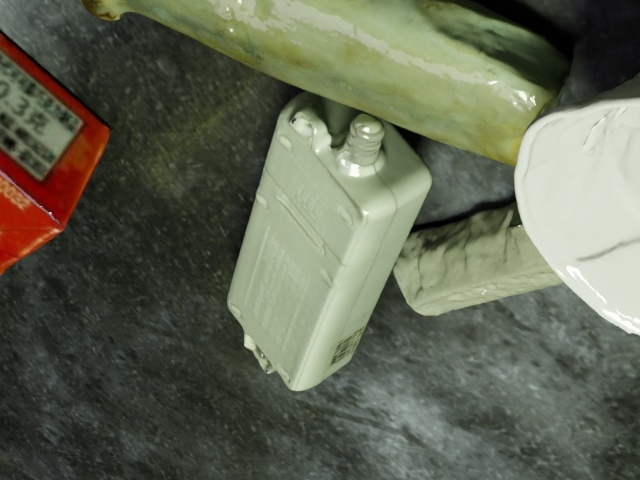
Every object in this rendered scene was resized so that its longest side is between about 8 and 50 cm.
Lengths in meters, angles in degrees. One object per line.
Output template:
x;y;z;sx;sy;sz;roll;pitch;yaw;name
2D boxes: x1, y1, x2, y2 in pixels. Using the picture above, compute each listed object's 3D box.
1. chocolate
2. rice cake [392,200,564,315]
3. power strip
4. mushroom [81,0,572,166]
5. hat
-0.296;-0.086;1.287;0.237;0.108;0.235;42;150;-12;chocolate
0.131;0.002;1.053;0.256;0.052;0.057;-19;102;55;rice cake
0.000;0.000;1.140;0.098;0.058;0.338;52;156;16;power strip
-0.008;-0.131;0.973;0.312;0.081;0.100;22;160;12;mushroom
0.204;-0.039;0.846;0.203;0.126;0.203;24;149;16;hat
